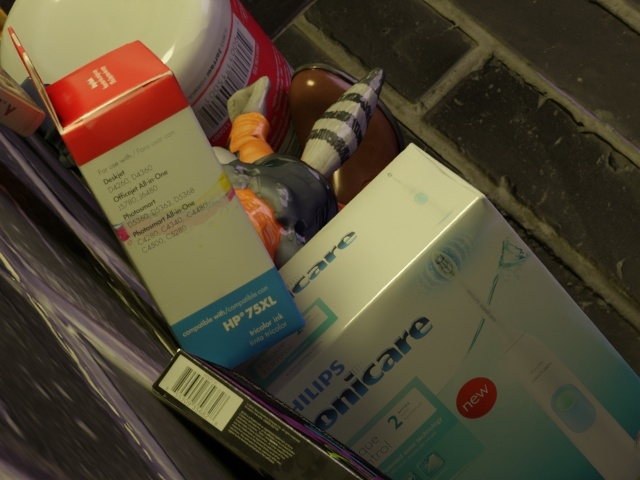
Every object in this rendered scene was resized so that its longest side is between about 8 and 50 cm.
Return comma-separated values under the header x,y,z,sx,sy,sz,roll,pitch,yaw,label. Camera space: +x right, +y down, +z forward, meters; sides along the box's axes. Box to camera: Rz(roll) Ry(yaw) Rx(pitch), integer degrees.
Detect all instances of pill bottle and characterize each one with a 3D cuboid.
x,y,z,sx,sy,sz,roll,pitch,yaw,label
-0.130,-0.122,1.598,0.229,0.229,0.407,46,-1,35,pill bottle

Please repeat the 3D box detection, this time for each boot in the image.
x,y,z,sx,sy,sz,roll,pitch,yaw,label
0.000,0.000,1.480,0.280,0.096,0.264,-58,136,-48,boot

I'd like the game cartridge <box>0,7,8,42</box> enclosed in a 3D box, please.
x,y,z,sx,sy,sz,roll,pitch,yaw,label
-0.495,-0.365,1.753,0.285,0.052,0.324,47,-3,-38,game cartridge

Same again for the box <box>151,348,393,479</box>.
x,y,z,sx,sy,sz,roll,pitch,yaw,label
-0.019,0.105,0.817,0.116,0.029,0.162,34,-4,11,box

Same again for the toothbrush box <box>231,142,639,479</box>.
x,y,z,sx,sy,sz,roll,pitch,yaw,label
0.096,0.113,1.122,0.295,0.216,0.126,48,-2,-28,toothbrush box

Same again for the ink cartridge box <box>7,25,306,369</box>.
x,y,z,sx,sy,sz,roll,pitch,yaw,label
-0.105,-0.041,0.973,0.231,0.078,0.134,63,-7,-21,ink cartridge box

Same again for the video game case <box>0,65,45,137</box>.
x,y,z,sx,sy,sz,roll,pitch,yaw,label
-0.266,-0.151,0.889,0.201,0.023,0.183,44,5,28,video game case

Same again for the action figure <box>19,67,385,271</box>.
x,y,z,sx,sy,sz,roll,pitch,yaw,label
-0.072,-0.059,1.275,0.341,0.178,0.330,44,29,-3,action figure
